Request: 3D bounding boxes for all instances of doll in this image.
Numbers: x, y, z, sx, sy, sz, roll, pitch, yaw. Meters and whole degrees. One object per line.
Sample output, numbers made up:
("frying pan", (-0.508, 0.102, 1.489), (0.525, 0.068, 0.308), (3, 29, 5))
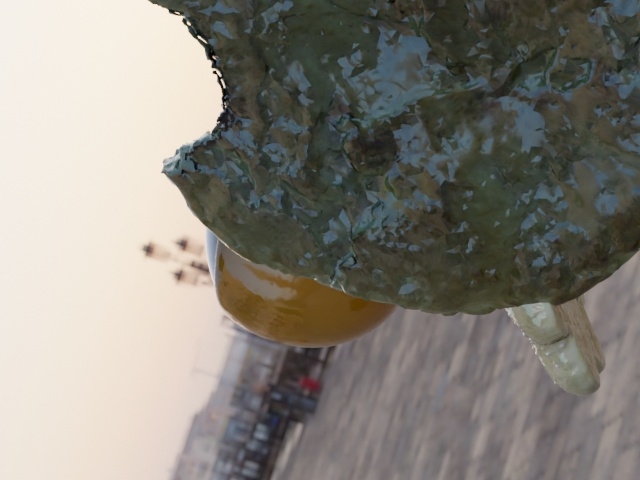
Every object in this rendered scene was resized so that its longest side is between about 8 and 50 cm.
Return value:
("doll", (0.000, 0.000, 1.298), (0.236, 0.213, 0.213), (41, -114, -75))

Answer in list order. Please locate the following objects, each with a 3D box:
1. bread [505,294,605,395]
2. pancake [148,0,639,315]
("bread", (0.193, 0.004, 1.315), (0.316, 0.054, 0.316), (58, -164, -27))
("pancake", (0.030, -0.074, 0.500), (0.037, 0.254, 0.253), (-62, -7, -51))
